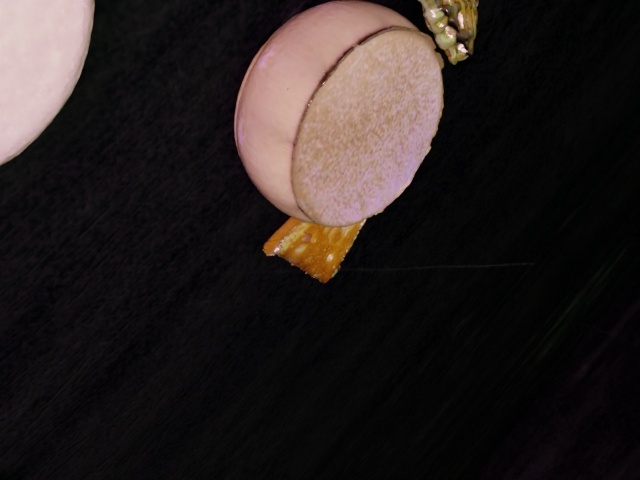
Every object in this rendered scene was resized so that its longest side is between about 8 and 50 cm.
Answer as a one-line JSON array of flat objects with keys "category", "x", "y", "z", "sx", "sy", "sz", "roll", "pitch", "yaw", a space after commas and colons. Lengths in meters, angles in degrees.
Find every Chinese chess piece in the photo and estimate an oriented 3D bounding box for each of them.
[{"category": "Chinese chess piece", "x": 0.028, "y": -0.147, "z": 0.860, "sx": 0.270, "sy": 0.112, "sz": 0.270, "roll": -28, "pitch": 136, "yaw": -30}]

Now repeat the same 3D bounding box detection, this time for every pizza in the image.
[{"category": "pizza", "x": 0.000, "y": 0.000, "z": 1.000, "sx": 0.178, "sy": 0.041, "sz": 0.131, "roll": -36, "pitch": 137, "yaw": -23}]

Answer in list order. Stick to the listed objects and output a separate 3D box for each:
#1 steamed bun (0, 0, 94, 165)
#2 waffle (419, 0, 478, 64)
[{"category": "steamed bun", "x": -0.295, "y": -0.169, "z": 0.442, "sx": 0.283, "sy": 0.177, "sz": 0.283, "roll": -24, "pitch": 131, "yaw": -31}, {"category": "waffle", "x": 0.144, "y": -0.320, "z": 0.838, "sx": 0.214, "sy": 0.054, "sz": 0.208, "roll": 49, "pitch": 39, "yaw": -47}]
